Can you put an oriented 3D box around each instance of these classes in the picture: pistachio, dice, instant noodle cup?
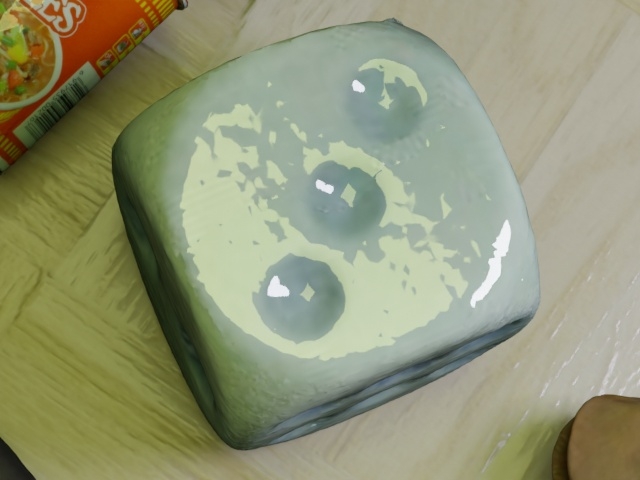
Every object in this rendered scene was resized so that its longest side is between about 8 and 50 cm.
[{"bbox_3d":[0.301,0.236,1.448,0.260,0.163,0.213,25,41,2],"label":"pistachio"},{"bbox_3d":[0.000,0.000,1.419,0.268,0.265,0.263,-20,79,-12],"label":"dice"},{"bbox_3d":[-0.247,-0.174,1.491,0.193,0.193,0.212,38,84,4],"label":"instant noodle cup"}]

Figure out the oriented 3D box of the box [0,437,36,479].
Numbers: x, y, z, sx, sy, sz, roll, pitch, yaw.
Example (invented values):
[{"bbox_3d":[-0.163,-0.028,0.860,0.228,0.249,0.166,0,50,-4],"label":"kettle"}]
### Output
[{"bbox_3d":[-0.316,0.340,1.382,0.350,0.091,0.359,-41,85,-15],"label":"box"}]
